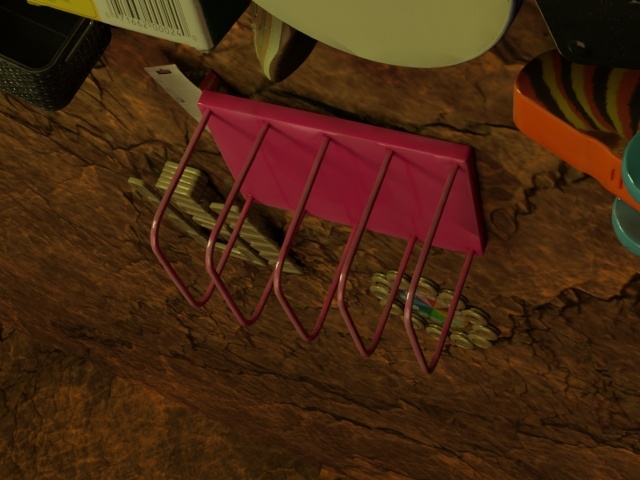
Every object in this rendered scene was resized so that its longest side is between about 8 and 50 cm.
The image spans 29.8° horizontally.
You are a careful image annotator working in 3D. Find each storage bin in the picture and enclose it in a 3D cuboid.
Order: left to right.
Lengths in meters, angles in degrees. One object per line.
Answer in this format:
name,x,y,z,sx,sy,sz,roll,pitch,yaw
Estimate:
storage bin,-0.322,-0.229,1.244,0.180,0.122,0.084,25,160,10

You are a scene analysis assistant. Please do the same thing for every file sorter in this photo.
file sorter,0.000,0.000,1.242,0.291,0.182,0.202,14,157,19

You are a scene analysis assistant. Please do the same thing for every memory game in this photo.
memory game,0.147,0.093,1.567,0.186,0.012,0.186,25,160,10

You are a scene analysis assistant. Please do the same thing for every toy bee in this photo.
toy bee,0.289,-0.048,0.881,0.298,0.162,0.195,53,169,4

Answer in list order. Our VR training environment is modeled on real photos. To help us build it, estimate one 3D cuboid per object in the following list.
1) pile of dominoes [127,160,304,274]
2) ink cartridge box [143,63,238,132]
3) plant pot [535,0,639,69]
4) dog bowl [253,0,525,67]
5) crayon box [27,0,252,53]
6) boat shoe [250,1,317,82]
pile of dominoes,-0.129,-0.030,1.634,0.196,0.040,0.251,17,165,28
ink cartridge box,-0.130,-0.160,1.294,0.063,0.029,0.115,5,148,48
plant pot,0.190,-0.187,0.603,0.187,0.167,0.188,12,153,37
dog bowl,0.028,-0.235,0.792,0.265,0.104,0.265,25,159,10
crayon box,-0.177,-0.302,0.886,0.202,0.081,0.318,20,148,26
boat shoe,-0.035,-0.209,1.016,0.072,0.068,0.190,38,152,10
